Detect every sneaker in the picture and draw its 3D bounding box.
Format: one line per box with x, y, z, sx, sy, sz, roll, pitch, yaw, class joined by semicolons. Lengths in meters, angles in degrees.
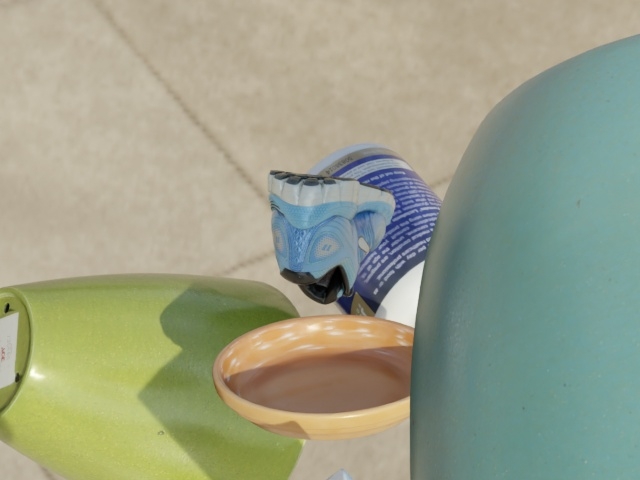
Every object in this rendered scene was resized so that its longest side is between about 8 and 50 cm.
0.000;0.000;0.977;0.063;0.073;0.162;7;0;16;sneaker

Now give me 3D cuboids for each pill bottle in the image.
0.087;0.034;1.668;0.153;0.153;0.265;-17;47;-28;pill bottle

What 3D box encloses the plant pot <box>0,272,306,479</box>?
-0.205;0.145;1.694;0.293;0.275;0.275;16;38;-40;plant pot

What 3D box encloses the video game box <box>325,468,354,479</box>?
0.060;0.276;1.157;0.187;0.048;0.205;53;8;-16;video game box

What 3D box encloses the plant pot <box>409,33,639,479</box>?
0.170;0.051;0.679;0.293;0.293;0.235;-1;70;-15;plant pot

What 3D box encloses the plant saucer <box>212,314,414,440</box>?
0.008;0.119;1.435;0.200;0.037;0.200;-3;22;1;plant saucer
